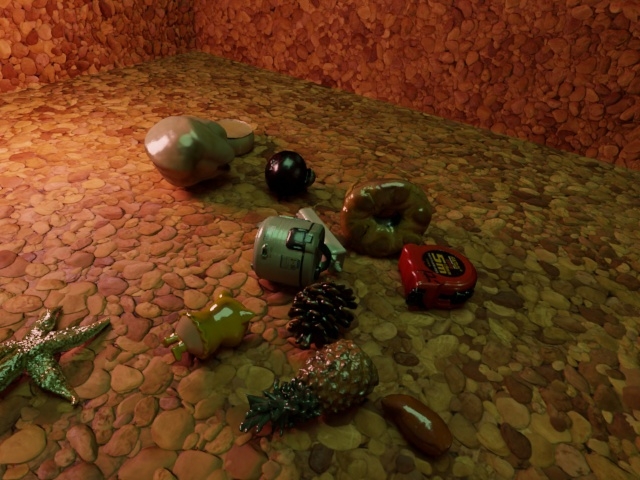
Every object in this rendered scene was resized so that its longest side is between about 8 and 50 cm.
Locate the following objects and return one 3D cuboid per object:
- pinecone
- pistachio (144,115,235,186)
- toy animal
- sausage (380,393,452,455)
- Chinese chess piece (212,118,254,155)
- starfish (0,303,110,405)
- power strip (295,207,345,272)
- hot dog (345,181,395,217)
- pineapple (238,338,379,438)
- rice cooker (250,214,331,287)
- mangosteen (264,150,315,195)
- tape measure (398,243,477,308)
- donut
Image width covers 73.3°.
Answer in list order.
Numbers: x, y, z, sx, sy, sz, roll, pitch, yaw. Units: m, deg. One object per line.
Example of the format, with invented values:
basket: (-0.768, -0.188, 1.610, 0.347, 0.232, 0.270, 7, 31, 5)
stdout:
pinecone: (-0.006, 0.207, 1.195, 0.169, 0.185, 0.212, 39, 62, 16)
pistachio: (-0.545, -0.390, 1.821, 0.366, 0.281, 0.445, 18, 34, -11)
toy animal: (-0.297, 0.230, 1.144, 0.156, 0.156, 0.230, 34, 47, 31)
sausage: (0.224, 0.426, 1.012, 0.179, 0.089, 0.089, 36, 45, 26)
Chinese chess piece: (-0.461, -0.518, 2.157, 0.258, 0.104, 0.257, 5, 37, -4)
starfish: (-0.726, 0.273, 1.072, 0.348, 0.078, 0.357, -8, 39, -16)
power strip: (0.000, 0.000, 1.539, 0.058, 0.098, 0.338, -9, 40, -26)
hot dog: (0.225, -0.133, 1.713, 0.257, 0.153, 0.150, 10, 41, 7)
pineapple: (-0.034, 0.365, 1.011, 0.341, 0.169, 0.169, -24, 46, -24)
rice cooker: (-0.086, 0.033, 1.374, 0.244, 0.225, 0.226, 13, 37, 9)
mangosteen: (-0.137, -0.281, 1.828, 0.210, 0.209, 0.209, 5, 36, -3)
tape measure: (0.387, 0.121, 1.430, 0.261, 0.113, 0.253, 6, 36, -8)
donut: (0.234, -0.092, 1.556, 0.317, 0.299, 0.150, 29, 21, -10)
